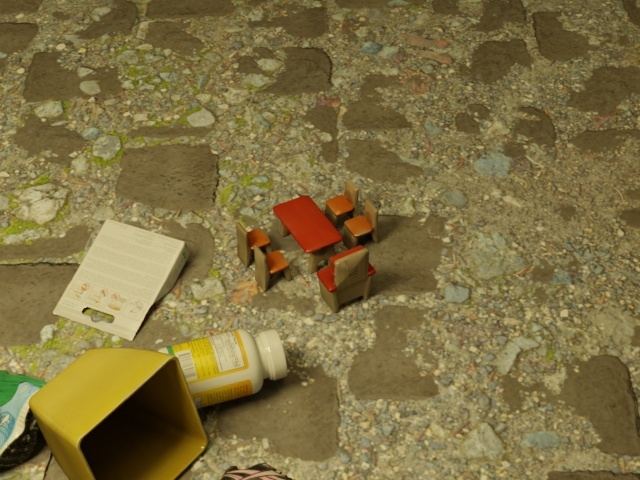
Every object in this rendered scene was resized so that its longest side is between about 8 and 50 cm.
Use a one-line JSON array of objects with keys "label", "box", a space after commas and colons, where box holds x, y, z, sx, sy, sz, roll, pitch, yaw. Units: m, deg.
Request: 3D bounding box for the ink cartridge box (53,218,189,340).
[{"label": "ink cartridge box", "box": [-0.379, 0.080, 2.035, 0.181, 0.056, 0.225, 16, 66, 17]}]

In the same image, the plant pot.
[{"label": "plant pot", "box": [-0.339, 0.294, 1.703, 0.187, 0.212, 0.212, 18, 46, 37]}]

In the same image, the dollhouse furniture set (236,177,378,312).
[{"label": "dollhouse furniture set", "box": [0.000, 0.000, 2.030, 0.262, 0.135, 0.259, -22, 48, -20]}]

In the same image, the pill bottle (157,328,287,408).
[{"label": "pill bottle", "box": [-0.168, 0.218, 1.823, 0.208, 0.118, 0.118, -14, 45, -12]}]

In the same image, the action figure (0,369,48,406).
[{"label": "action figure", "box": [-0.526, 0.275, 1.812, 0.232, 0.063, 0.137, 4, 42, 11]}]

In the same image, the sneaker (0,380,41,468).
[{"label": "sneaker", "box": [-0.501, 0.303, 1.742, 0.073, 0.063, 0.162, 34, 96, 33]}]

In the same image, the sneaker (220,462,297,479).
[{"label": "sneaker", "box": [-0.077, 0.387, 1.685, 0.178, 0.072, 0.077, 8, 34, 1]}]
